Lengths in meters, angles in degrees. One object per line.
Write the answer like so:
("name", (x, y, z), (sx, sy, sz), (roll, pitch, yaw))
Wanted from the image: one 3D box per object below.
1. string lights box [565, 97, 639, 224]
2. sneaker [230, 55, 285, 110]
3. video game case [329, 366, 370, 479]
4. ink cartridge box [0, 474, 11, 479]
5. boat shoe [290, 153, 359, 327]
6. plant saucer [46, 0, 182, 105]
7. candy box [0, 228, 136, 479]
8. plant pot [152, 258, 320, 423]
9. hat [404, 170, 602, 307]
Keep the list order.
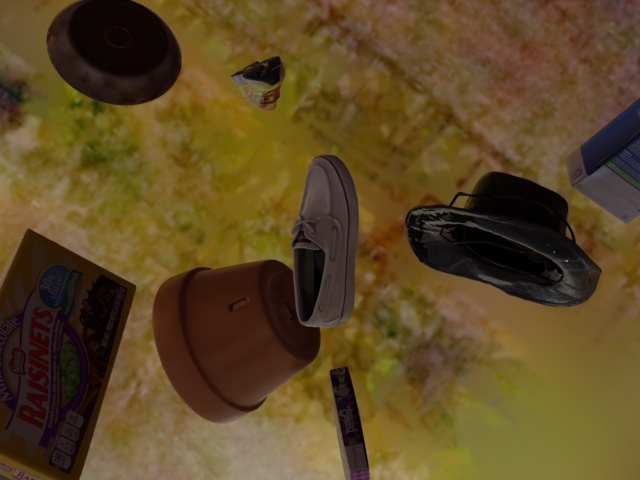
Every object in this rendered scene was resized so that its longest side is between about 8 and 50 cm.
("string lights box", (0.524, -0.151, 1.520), (0.133, 0.259, 0.077), (30, -142, -23))
("sneaker", (-0.104, -0.294, 1.884), (0.094, 0.081, 0.208), (63, 169, -15))
("video game case", (0.058, 0.386, 1.852), (0.232, 0.041, 0.210), (84, 175, -53))
("ink cartridge box", (-0.457, 0.305, 1.117), (0.219, 0.160, 0.092), (0, 165, 15))
("boat shoe", (0.000, 0.000, 1.445), (0.095, 0.258, 0.084), (-8, 175, 44))
("plant saucer", (-0.296, -0.288, 1.434), (0.198, 0.198, 0.036), (38, 145, 1))
("candy box", (-0.209, 0.087, 0.742), (0.105, 0.027, 0.206), (29, -143, -20))
("plant pot", (-0.135, 0.163, 1.779), (0.291, 0.203, 0.291), (47, -150, -38))
("hat", (0.282, -0.024, 1.478), (0.331, 0.134, 0.331), (18, 163, 6))
